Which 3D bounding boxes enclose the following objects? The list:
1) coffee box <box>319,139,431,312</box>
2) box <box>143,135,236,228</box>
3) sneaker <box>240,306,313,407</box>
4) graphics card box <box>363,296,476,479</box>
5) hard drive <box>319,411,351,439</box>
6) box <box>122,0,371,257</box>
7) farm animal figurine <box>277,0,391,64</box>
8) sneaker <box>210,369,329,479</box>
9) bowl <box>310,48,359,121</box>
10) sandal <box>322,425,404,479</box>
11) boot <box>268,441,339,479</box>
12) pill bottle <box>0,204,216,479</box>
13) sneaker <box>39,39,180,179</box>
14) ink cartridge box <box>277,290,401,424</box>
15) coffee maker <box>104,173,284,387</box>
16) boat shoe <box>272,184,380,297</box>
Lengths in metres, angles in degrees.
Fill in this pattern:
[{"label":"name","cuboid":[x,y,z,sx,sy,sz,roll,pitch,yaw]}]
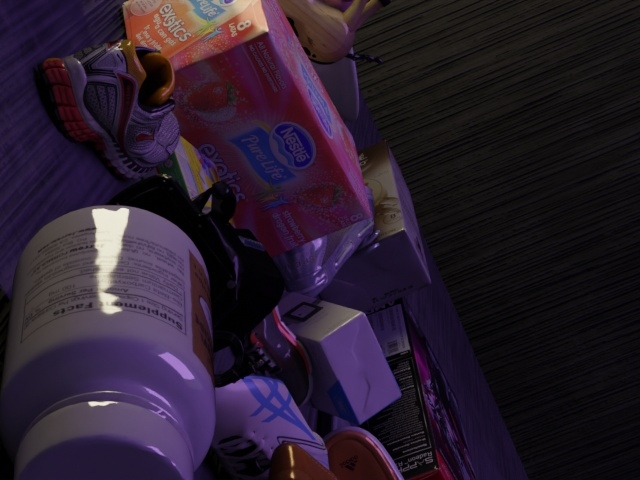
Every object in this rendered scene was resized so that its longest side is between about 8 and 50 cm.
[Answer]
[{"label":"coffee box","cuboid":[0.055,-0.015,2.451,0.246,0.141,0.098,-99,164,-59]},{"label":"box","cuboid":[-0.122,-0.039,1.768,0.179,0.043,0.105,37,31,-69]},{"label":"sneaker","cuboid":[-0.062,0.102,1.797,0.065,0.061,0.158,-41,110,-52]},{"label":"graphics card box","cuboid":[0.129,0.264,2.372,0.371,0.094,0.232,-101,166,-55]},{"label":"hard drive","cuboid":[0.025,0.241,2.027,0.135,0.022,0.094,-84,151,-71]},{"label":"box","cuboid":[-0.073,-0.134,1.928,0.300,0.154,0.142,60,12,-45]},{"label":"farm animal figurine","cuboid":[-0.110,-0.331,2.094,0.327,0.172,0.330,43,0,-40]},{"label":"sneaker","cuboid":[-0.052,0.175,1.548,0.237,0.085,0.086,50,28,-55]},{"label":"bowl","cuboid":[-0.053,-0.282,2.362,0.298,0.134,0.297,164,-90,-85]},{"label":"sandal","cuboid":[0.072,0.320,1.914,0.265,0.102,0.076,57,12,-11]},{"label":"boot","cuboid":[-0.014,0.239,1.423,0.220,0.109,0.283,-89,162,-46]},{"label":"pill bottle","cuboid":[-0.130,0.089,1.119,0.229,0.131,0.131,-98,163,-57]},{"label":"sneaker","cuboid":[-0.157,-0.114,1.570,0.225,0.093,0.088,31,38,-76]},{"label":"ink cartridge box","cuboid":[-0.004,0.117,1.883,0.180,0.060,0.104,12,-48,59]},{"label":"coffee maker","cuboid":[-0.101,0.043,1.473,0.178,0.120,0.171,29,46,-77]},{"label":"boat shoe","cuboid":[0.002,-0.001,2.209,0.320,0.118,0.103,-33,107,-77]}]
